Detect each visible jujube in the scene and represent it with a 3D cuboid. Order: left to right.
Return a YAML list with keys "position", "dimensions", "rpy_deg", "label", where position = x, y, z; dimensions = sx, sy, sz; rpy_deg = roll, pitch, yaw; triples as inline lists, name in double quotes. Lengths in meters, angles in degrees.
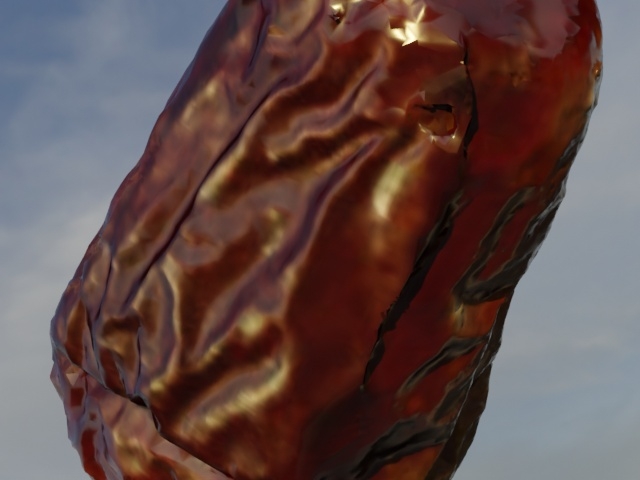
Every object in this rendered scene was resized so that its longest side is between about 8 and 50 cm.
- position: [0.000, 0.000, 0.561]
  dimensions: [0.216, 0.216, 0.342]
  rpy_deg: [-12, -38, -28]
  label: "jujube"
